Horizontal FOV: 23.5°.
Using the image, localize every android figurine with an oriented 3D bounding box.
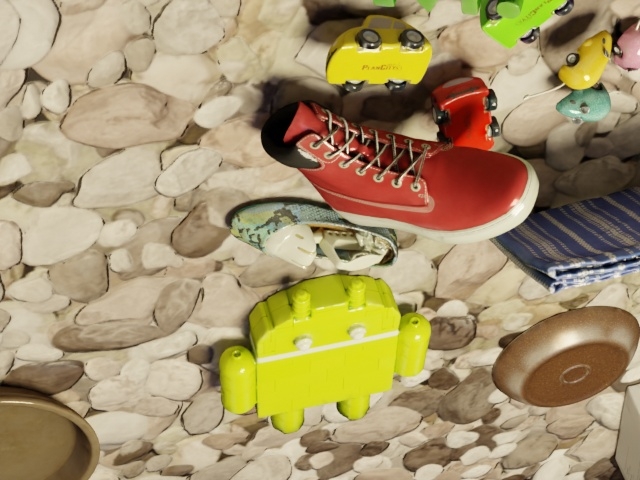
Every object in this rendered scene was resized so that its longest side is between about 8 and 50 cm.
[{"bbox_3d":[0.005,0.129,1.761,0.248,0.056,0.273,-9,144,-11],"label":"android figurine"}]

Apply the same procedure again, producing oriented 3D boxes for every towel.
[{"bbox_3d":[0.356,-0.030,1.594,0.336,0.243,0.040,-14,105,-6],"label":"towel"}]

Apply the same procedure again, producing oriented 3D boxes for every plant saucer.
[{"bbox_3d":[0.317,0.157,1.944,0.198,0.036,0.198,-11,142,-9],"label":"plant saucer"},{"bbox_3d":[-0.392,0.249,1.756,0.278,0.041,0.278,-11,143,-9],"label":"plant saucer"}]

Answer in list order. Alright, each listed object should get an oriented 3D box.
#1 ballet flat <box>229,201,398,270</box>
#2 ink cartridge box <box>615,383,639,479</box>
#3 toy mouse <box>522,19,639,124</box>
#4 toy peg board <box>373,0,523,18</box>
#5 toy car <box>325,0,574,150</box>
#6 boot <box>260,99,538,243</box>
[{"bbox_3d":[0.000,0.000,1.584,0.188,0.070,0.070,2,139,-24],"label":"ballet flat"},{"bbox_3d":[0.541,0.329,2.063,0.198,0.270,0.197,-14,142,-5],"label":"ink cartridge box"},{"bbox_3d":[0.284,-0.159,1.504,0.161,0.031,0.143,-44,152,5],"label":"toy mouse"},{"bbox_3d":[0.105,-0.253,1.233,0.161,0.079,0.161,8,148,16],"label":"toy peg board"},{"bbox_3d":[0.142,-0.188,1.415,0.225,0.053,0.239,-38,140,24],"label":"toy car"},{"bbox_3d":[0.066,-0.073,1.424,0.244,0.088,0.176,4,157,39],"label":"boot"}]
